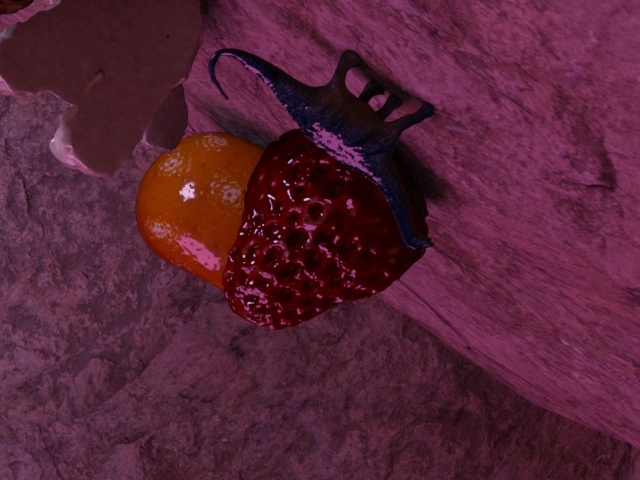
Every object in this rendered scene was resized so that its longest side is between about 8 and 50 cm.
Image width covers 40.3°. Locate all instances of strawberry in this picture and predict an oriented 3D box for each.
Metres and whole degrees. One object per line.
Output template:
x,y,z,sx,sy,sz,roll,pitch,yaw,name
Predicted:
0.000,0.000,1.387,0.295,0.345,0.317,34,173,8,strawberry

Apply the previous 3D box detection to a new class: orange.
-0.194,-0.061,1.906,0.424,0.326,0.424,28,173,4,orange

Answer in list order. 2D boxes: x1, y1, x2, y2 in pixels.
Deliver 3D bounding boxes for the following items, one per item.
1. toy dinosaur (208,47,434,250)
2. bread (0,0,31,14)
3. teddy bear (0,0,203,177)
0.034,-0.149,1.083,0.363,0.147,0.076,40,171,2,toy dinosaur
-0.369,-0.367,0.872,0.277,0.167,0.324,41,170,-20,bread
-0.329,-0.257,1.266,0.327,0.375,0.362,50,153,-22,teddy bear
